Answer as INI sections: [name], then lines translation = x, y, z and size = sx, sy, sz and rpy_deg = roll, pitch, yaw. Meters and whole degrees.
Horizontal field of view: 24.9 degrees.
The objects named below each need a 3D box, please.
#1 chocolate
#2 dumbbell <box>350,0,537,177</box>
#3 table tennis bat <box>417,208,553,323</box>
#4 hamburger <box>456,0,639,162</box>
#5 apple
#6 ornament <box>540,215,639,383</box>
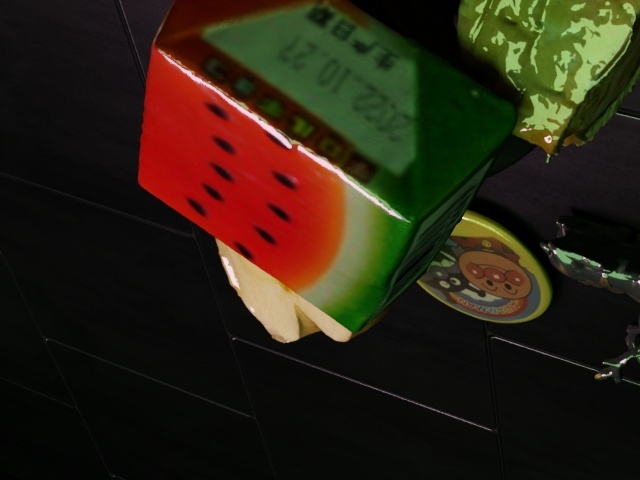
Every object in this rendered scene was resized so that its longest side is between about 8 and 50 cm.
[chocolate]
translation = -0.017, -0.092, 1.466
size = 0.341, 0.161, 0.360
rpy_deg = 34, 155, 6
[dumbbell]
translation = 0.102, -0.231, 1.503
size = 0.203, 0.204, 0.322
rpy_deg = -3, 132, 45
[table tennis bat]
translation = 0.167, -0.010, 1.886
size = 0.224, 0.054, 0.369
rpy_deg = 1, 139, 43
[hamburger]
translation = 0.237, -0.265, 1.350
size = 0.209, 0.162, 0.330
rpy_deg = 37, 124, 14
[apple]
translation = 0.000, 0.000, 1.937
size = 0.293, 0.163, 0.251
rpy_deg = -6, 110, 56
[ornament]
translation = 0.367, 0.087, 1.804
size = 0.202, 0.080, 0.236
rpy_deg = 17, 145, 20
